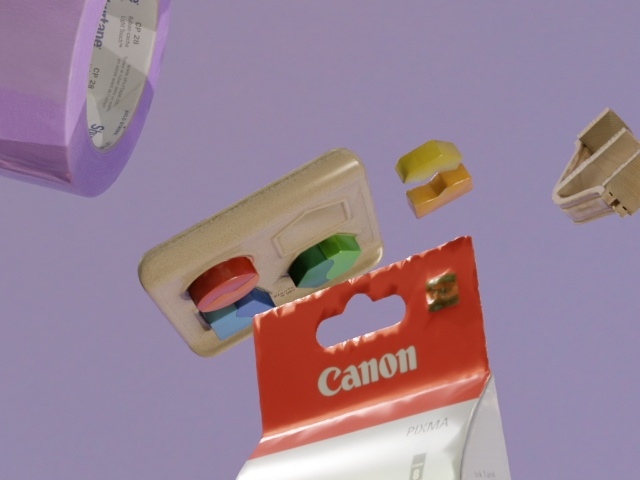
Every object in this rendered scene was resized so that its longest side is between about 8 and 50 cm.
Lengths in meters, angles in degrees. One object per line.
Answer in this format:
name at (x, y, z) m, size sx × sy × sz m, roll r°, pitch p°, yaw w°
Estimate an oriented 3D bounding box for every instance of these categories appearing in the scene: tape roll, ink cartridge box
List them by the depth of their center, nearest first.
ink cartridge box at (0.016, 0.131, 0.867) m, size 0.189 × 0.066 × 0.232 m, roll -22°, pitch -109°, yaw 40°
tape roll at (-0.223, -0.182, 1.440) m, size 0.090 × 0.275 × 0.275 m, roll 14°, pitch -67°, yaw 8°

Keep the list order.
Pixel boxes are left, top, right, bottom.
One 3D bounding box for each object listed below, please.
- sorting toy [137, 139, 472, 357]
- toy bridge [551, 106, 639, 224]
sorting toy at (0.000, 0.000, 1.383) m, size 0.307 × 0.229 × 0.041 m, roll -29°, pitch -113°, yaw -3°
toy bridge at (0.172, -0.041, 0.954) m, size 0.063 × 0.188 × 0.026 m, roll -44°, pitch -84°, yaw 12°
